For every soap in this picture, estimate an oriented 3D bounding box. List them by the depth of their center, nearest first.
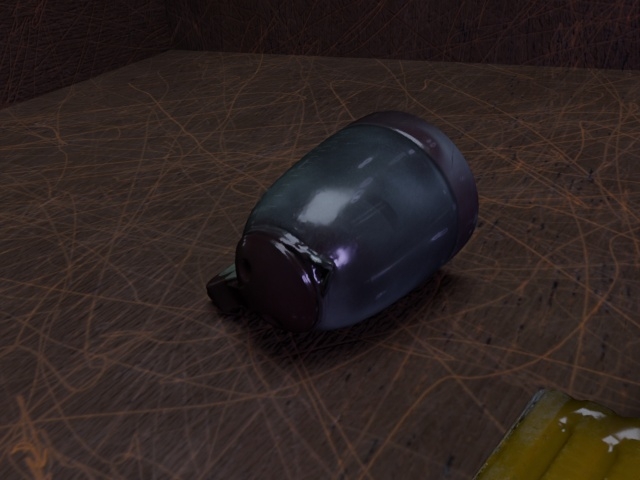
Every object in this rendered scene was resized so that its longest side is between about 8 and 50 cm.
[{"bbox_3d":[0.193,0.235,0.515,0.160,0.080,0.257,17,35,37],"label":"soap"}]

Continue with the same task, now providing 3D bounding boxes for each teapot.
[{"bbox_3d":[0.000,0.000,0.877,0.312,0.233,0.315,-35,11,-37],"label":"teapot"}]
